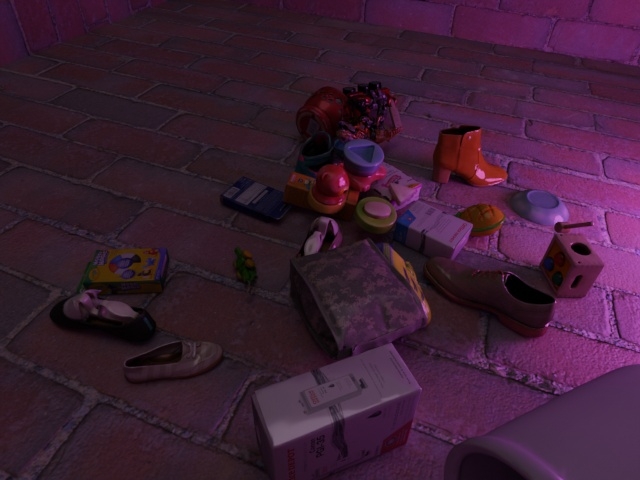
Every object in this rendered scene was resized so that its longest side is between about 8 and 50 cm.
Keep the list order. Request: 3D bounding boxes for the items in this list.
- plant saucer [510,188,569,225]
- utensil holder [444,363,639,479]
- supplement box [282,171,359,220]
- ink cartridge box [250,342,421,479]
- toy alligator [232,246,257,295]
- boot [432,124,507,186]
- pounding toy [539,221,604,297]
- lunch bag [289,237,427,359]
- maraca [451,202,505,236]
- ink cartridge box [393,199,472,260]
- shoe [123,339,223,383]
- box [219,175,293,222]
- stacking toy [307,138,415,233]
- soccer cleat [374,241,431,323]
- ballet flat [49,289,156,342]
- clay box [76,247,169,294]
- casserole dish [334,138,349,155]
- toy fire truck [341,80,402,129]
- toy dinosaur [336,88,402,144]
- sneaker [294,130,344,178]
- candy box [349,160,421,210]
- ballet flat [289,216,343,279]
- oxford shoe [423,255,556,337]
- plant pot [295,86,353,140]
[{"bbox_3d":[0.751,-0.126,1.546,0.194,0.038,0.195,2,42,-2],"label":"plant saucer"},{"bbox_3d":[0.451,0.408,0.721,0.384,0.328,0.328,-15,45,-23],"label":"utensil holder"},{"bbox_3d":[0.001,-0.141,1.460,0.233,0.080,0.078,15,43,1],"label":"supplement box"},{"bbox_3d":[0.027,0.336,0.853,0.282,0.208,0.117,-15,43,-18],"label":"ink cartridge box"},{"bbox_3d":[-0.194,0.087,1.241,0.051,0.056,0.190,26,25,-40],"label":"toy alligator"},{"bbox_3d":[0.544,-0.301,1.599,0.294,0.211,0.104,-1,42,-5],"label":"boot"},{"bbox_3d":[0.682,0.022,1.265,0.094,0.181,0.206,0,42,-3],"label":"pounding toy"},{"bbox_3d":[0.084,0.152,1.095,0.235,0.169,0.287,-15,40,-19],"label":"lunch bag"},{"bbox_3d":[0.480,-0.063,1.419,0.185,0.099,0.127,1,30,39],"label":"maraca"},{"bbox_3d":[0.338,-0.026,1.374,0.190,0.082,0.139,29,48,24],"label":"ink cartridge box"},{"bbox_3d":[-0.328,0.268,1.019,0.218,0.058,0.077,-10,43,-15],"label":"shoe"},{"bbox_3d":[-0.199,-0.131,1.492,0.225,0.037,0.136,22,45,19],"label":"box"},{"bbox_3d":[0.143,-0.183,1.385,0.279,0.131,0.309,31,52,14],"label":"stacking toy"},{"bbox_3d":[0.222,0.103,1.217,0.121,0.094,0.289,-11,43,-25],"label":"soccer cleat"},{"bbox_3d":[-0.527,0.167,1.092,0.280,0.096,0.095,10,42,8],"label":"ballet flat"},{"bbox_3d":[-0.531,0.081,1.222,0.221,0.053,0.128,-1,41,-6],"label":"clay box"},{"bbox_3d":[0.139,-0.350,1.761,0.188,0.037,0.114,21,45,20],"label":"casserole dish"},{"bbox_3d":[0.235,-0.567,1.951,0.216,0.159,0.246,-20,36,-25],"label":"toy fire truck"},{"bbox_3d":[0.182,-0.433,1.719,0.164,0.219,0.321,-3,3,30],"label":"toy dinosaur"},{"bbox_3d":[0.032,-0.299,1.589,0.295,0.179,0.123,-27,50,-30],"label":"sneaker"},{"bbox_3d":[0.206,-0.195,1.564,0.159,0.071,0.233,-29,51,-30],"label":"candy box"},{"bbox_3d":[0.000,0.000,1.306,0.107,0.106,0.316,12,42,10],"label":"ballet flat"},{"bbox_3d":[0.438,0.110,1.190,0.348,0.130,0.123,26,46,24],"label":"oxford shoe"},{"bbox_3d":[0.006,-0.484,1.792,0.191,0.191,0.174,26,51,24],"label":"plant pot"}]
